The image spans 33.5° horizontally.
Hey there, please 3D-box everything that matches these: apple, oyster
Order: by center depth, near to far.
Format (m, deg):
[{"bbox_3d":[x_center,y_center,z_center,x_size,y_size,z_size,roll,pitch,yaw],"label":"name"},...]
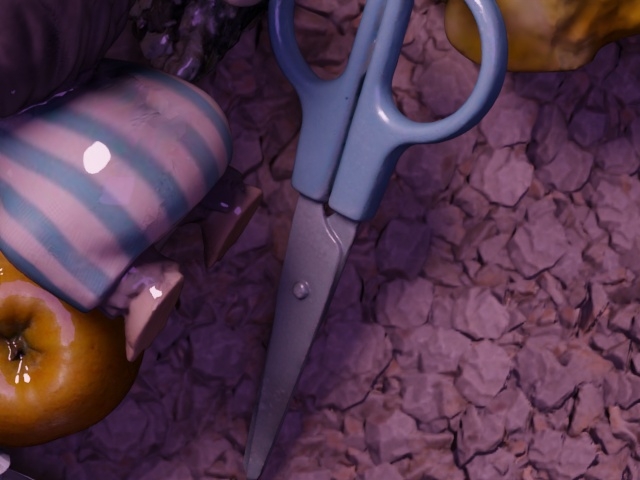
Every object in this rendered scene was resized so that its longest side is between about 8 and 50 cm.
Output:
[{"bbox_3d":[-0.209,0.060,0.760,0.182,0.155,0.182,-2,99,-14],"label":"apple"},{"bbox_3d":[-0.059,-0.253,0.791,0.252,0.087,0.199,-32,108,-16],"label":"oyster"}]

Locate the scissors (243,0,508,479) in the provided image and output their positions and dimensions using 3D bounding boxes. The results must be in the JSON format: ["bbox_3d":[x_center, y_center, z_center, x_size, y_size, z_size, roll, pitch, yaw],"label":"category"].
[{"bbox_3d":[0.000,0.000,0.796,0.192,0.029,0.447,29,116,28],"label":"scissors"}]

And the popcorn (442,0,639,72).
[{"bbox_3d":[0.216,-0.280,0.765,0.334,0.294,0.292,-3,141,17],"label":"popcorn"}]

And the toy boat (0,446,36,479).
[{"bbox_3d":[-0.237,0.185,0.806,0.149,0.105,0.034,29,59,-10],"label":"toy boat"}]

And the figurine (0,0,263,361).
[{"bbox_3d":[-0.149,-0.164,0.577,0.361,0.378,0.266,39,50,-2],"label":"figurine"}]
